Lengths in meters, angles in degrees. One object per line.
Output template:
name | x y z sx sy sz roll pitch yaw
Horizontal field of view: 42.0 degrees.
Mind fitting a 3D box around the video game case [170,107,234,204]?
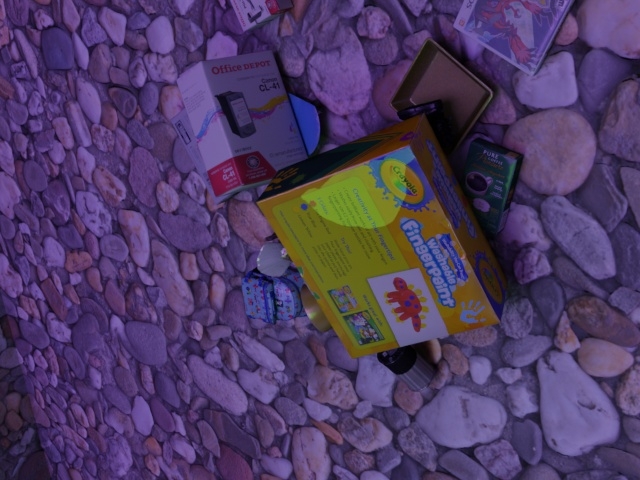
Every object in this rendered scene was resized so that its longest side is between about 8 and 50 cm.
video game case | -0.258 -0.263 2.219 0.244 0.061 0.270 -27 91 46

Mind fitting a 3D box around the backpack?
backpack | -0.111 0.151 2.251 0.173 0.117 0.158 15 120 33

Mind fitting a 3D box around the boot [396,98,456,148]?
boot | 0.223 -0.239 1.757 0.121 0.045 0.099 -6 109 42

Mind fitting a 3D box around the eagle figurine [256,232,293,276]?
eagle figurine | 0.003 -0.011 2.027 0.298 0.226 0.225 8 95 44

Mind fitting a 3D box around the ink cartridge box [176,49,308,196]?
ink cartridge box | -0.183 -0.281 1.997 0.131 0.226 0.306 -16 93 51

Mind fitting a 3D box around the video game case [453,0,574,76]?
video game case | 0.371 -0.445 1.604 0.201 0.023 0.183 39 131 21

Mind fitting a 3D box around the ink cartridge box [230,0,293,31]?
ink cartridge box | -0.143 -0.568 1.974 0.135 0.056 0.099 -18 98 44

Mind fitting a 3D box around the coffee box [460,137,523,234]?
coffee box | 0.354 -0.114 1.765 0.113 0.040 0.184 26 126 29

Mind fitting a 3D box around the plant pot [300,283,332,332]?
plant pot | 0.024 0.155 2.138 0.095 0.134 0.134 -28 91 20

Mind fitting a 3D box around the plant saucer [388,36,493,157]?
plant saucer | 0.260 -0.303 1.755 0.188 0.045 0.188 45 133 16

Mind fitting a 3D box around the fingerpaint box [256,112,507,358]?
fingerpaint box | 0.141 0.004 1.788 0.371 0.163 0.445 -19 115 29

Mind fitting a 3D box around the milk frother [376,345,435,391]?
milk frother | 0.229 0.268 2.028 0.143 0.129 0.135 -34 124 18

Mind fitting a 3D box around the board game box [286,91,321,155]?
board game box | -0.047 -0.288 2.041 0.168 0.033 0.133 33 128 38
